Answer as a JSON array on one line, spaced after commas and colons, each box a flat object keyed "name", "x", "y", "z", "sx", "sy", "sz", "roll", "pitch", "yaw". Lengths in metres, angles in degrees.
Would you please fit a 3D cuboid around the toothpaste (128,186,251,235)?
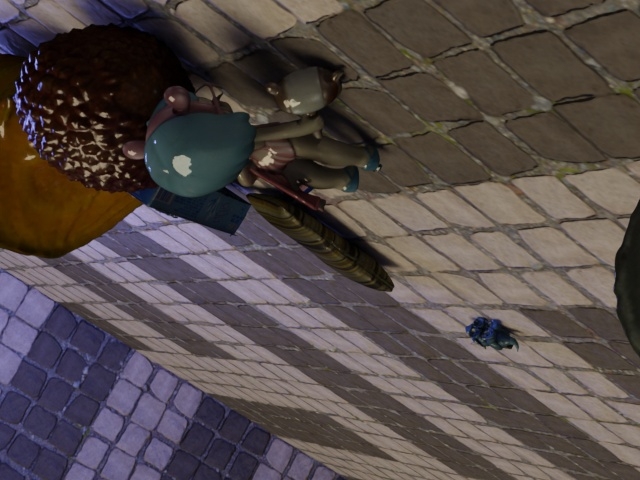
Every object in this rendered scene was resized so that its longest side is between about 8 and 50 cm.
[{"name": "toothpaste", "x": -0.163, "y": -0.056, "z": 1.462, "sx": 0.066, "sy": 0.053, "sz": 0.272, "roll": 31, "pitch": -177, "yaw": 18}]

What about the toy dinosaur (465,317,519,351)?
[{"name": "toy dinosaur", "x": 0.228, "y": 0.128, "z": 1.594, "sx": 0.047, "sy": 0.031, "sz": 0.083, "roll": 38, "pitch": 161, "yaw": -32}]

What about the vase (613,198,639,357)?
[{"name": "vase", "x": 0.367, "y": 0.072, "z": 0.912, "sx": 0.245, "sy": 0.245, "sz": 0.291, "roll": 18, "pitch": 166, "yaw": 29}]

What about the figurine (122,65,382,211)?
[{"name": "figurine", "x": -0.045, "y": -0.091, "z": 1.172, "sx": 0.260, "sy": 0.103, "sz": 0.205, "roll": 10, "pitch": 153, "yaw": -34}]

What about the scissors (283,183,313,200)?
[{"name": "scissors", "x": -0.029, "y": -0.066, "z": 1.455, "sx": 0.039, "sy": 0.012, "sz": 0.113, "roll": 30, "pitch": 163, "yaw": -3}]

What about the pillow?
[{"name": "pillow", "x": 0.000, "y": 0.000, "z": 1.557, "sx": 0.203, "sy": 0.038, "sz": 0.113, "roll": 37, "pitch": 171, "yaw": -29}]

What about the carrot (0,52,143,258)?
[{"name": "carrot", "x": -0.362, "y": -0.107, "z": 1.465, "sx": 0.340, "sy": 0.242, "sz": 0.241, "roll": 15, "pitch": 159, "yaw": 38}]

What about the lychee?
[{"name": "lychee", "x": -0.228, "y": -0.136, "z": 1.258, "sx": 0.188, "sy": 0.188, "sz": 0.188, "roll": 25, "pitch": 163, "yaw": 8}]
